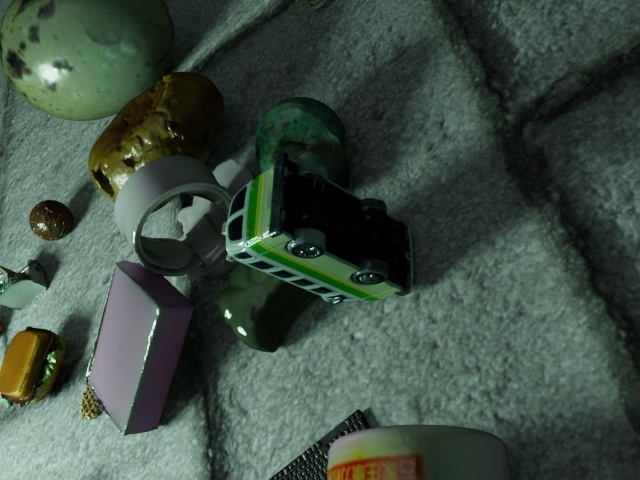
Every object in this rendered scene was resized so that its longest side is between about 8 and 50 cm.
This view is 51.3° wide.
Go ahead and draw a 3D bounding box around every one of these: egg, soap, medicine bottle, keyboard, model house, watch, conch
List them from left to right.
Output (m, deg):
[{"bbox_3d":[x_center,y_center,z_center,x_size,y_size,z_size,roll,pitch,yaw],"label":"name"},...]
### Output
[{"bbox_3d":[-0.718,0.092,1.588,0.101,0.088,0.100,-35,52,12],"label":"model house"},{"bbox_3d":[-0.553,-0.470,1.599,0.428,0.345,0.345,-19,56,14],"label":"egg"},{"bbox_3d":[-0.329,0.188,1.196,0.181,0.081,0.259,31,108,41],"label":"soap"},{"bbox_3d":[-0.249,-0.065,1.234,0.244,0.231,0.196,-52,46,7],"label":"watch"},{"bbox_3d":[-0.024,-0.162,1.192,0.196,0.134,0.202,29,76,1],"label":"conch"},{"bbox_3d":[-0.006,0.333,0.985,0.204,0.013,0.061,-41,50,12],"label":"keyboard"},{"bbox_3d":[0.114,0.413,0.720,0.219,0.219,0.388,-16,59,29],"label":"medicine bottle"}]

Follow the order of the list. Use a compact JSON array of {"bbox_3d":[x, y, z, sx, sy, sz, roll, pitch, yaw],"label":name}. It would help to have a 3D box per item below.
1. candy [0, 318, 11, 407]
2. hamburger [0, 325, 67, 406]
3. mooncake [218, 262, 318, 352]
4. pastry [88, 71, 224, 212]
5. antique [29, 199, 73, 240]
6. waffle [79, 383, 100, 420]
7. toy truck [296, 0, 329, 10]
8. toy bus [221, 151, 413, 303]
[{"bbox_3d":[-0.764,0.274,1.547,0.084,0.078,0.287,-41,57,7],"label":"candy"},{"bbox_3d":[-0.602,0.269,1.408,0.137,0.087,0.165,4,70,37],"label":"hamburger"},{"bbox_3d":[-0.084,0.097,1.113,0.168,0.104,0.175,0,70,30],"label":"mooncake"},{"bbox_3d":[-0.346,-0.210,1.397,0.356,0.164,0.356,-34,36,29],"label":"pastry"},{"bbox_3d":[-0.649,-0.048,1.605,0.104,0.104,0.104,-17,57,29],"label":"antique"},{"bbox_3d":[-0.450,0.314,1.320,0.078,0.016,0.085,-1,66,40],"label":"waffle"},{"bbox_3d":[0.042,-0.616,1.392,0.272,0.124,0.157,-25,44,28],"label":"toy truck"},{"bbox_3d":[0.000,0.000,0.991,0.165,0.276,0.133,-22,53,39],"label":"toy bus"}]
